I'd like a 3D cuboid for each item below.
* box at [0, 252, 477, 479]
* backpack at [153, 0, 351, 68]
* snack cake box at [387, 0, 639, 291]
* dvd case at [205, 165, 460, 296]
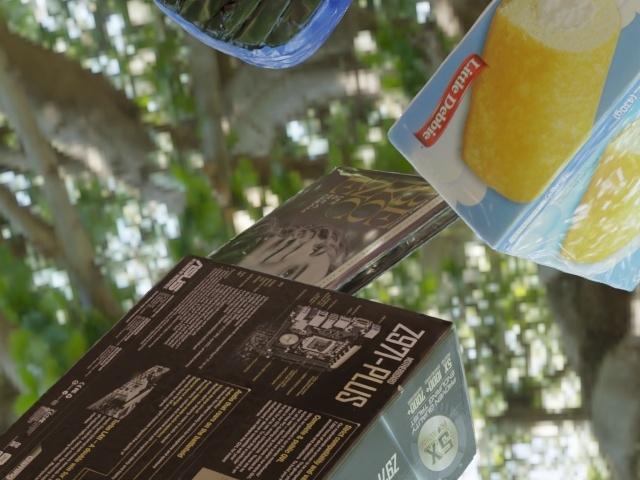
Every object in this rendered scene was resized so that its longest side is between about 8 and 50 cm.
[{"bbox_3d":[-0.043,0.099,0.728,0.147,0.077,0.180,13,-138,32],"label":"box"},{"bbox_3d":[-0.014,-0.132,0.733,0.098,0.101,0.120,32,-89,11],"label":"backpack"},{"bbox_3d":[0.173,-0.108,0.822,0.152,0.264,0.089,15,-152,-53],"label":"snack cake box"},{"bbox_3d":[0.000,0.000,1.258,0.164,0.018,0.221,-35,-161,-18],"label":"dvd case"}]
